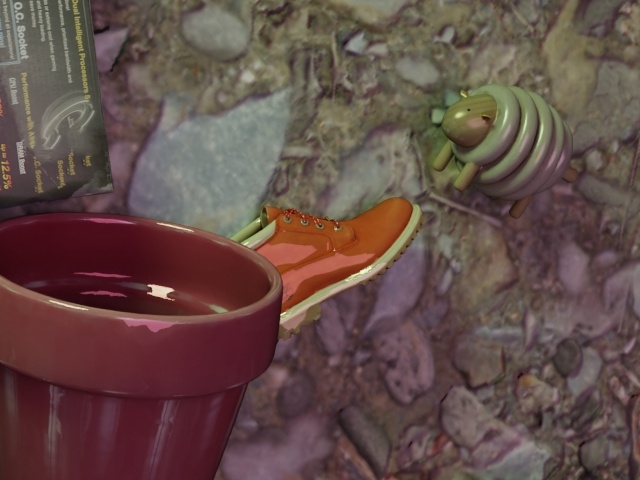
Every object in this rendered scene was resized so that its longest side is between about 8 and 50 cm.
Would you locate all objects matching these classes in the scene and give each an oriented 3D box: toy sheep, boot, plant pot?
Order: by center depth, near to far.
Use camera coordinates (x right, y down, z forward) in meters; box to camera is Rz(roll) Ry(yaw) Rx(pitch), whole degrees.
[{"bbox_3d":[-0.132,0.096,1.097,0.201,0.201,0.180,0,108,-26],"label":"plant pot"},{"bbox_3d":[0.000,0.000,1.221,0.158,0.059,0.085,-34,101,-19],"label":"boot"},{"bbox_3d":[0.140,-0.068,1.271,0.132,0.091,0.091,23,83,-39],"label":"toy sheep"}]

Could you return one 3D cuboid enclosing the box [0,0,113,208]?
[{"bbox_3d":[-0.270,-0.164,1.071,0.242,0.076,0.307,-10,97,-25],"label":"box"}]
